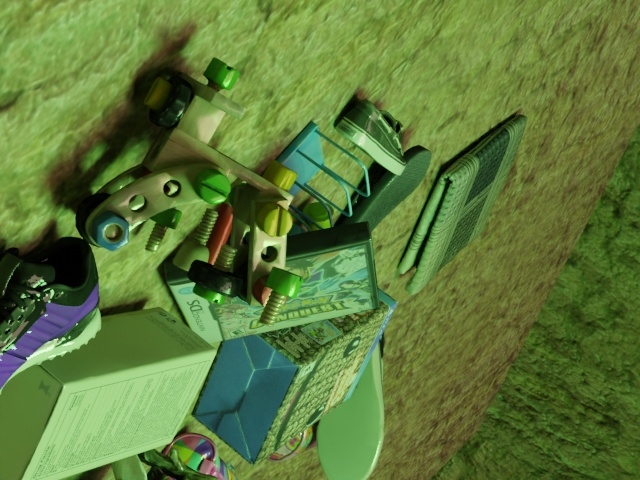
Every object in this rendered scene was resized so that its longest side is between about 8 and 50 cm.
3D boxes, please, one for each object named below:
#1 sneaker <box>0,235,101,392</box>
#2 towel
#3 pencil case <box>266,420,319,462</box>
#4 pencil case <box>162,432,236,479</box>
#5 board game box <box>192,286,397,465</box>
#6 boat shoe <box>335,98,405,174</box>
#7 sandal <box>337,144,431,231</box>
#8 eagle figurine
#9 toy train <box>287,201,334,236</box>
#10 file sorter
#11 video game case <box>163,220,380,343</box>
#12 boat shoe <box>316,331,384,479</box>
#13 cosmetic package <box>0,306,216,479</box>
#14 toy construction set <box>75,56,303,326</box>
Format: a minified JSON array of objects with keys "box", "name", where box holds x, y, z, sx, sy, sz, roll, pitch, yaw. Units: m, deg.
[{"box":[-0.338,0.081,1.397,0.293,0.102,0.146,-40,153,-47],"name":"sneaker"},{"box":[0.278,-0.075,2.674,0.312,0.056,0.324,-39,155,-44],"name":"towel"},{"box":[-0.026,0.330,2.539,0.124,0.124,0.284,-60,160,17],"name":"pencil case"},{"box":[-0.197,0.395,2.268,0.104,0.104,0.236,-49,160,-12],"name":"pencil case"},{"box":[-0.041,0.193,2.217,0.291,0.141,0.232,-29,150,-50],"name":"board game box"},{"box":[0.093,-0.155,2.023,0.070,0.078,0.219,-54,160,3],"name":"boat shoe"},{"box":[0.079,-0.064,2.211,0.254,0.054,0.097,-47,155,11],"name":"sandal"},{"box":[-0.277,0.446,1.964,0.298,0.225,0.226,-55,173,-20],"name":"eagle figurine"},{"box":[0.000,0.000,2.063,0.248,0.105,0.143,-38,142,-39],"name":"toy train"},{"box":[-0.023,-0.053,1.885,0.170,0.104,0.118,-48,160,-15],"name":"file sorter"},{"box":[-0.059,0.064,1.858,0.275,0.035,0.248,-11,155,0],"name":"video game case"},{"box":[0.071,0.278,2.476,0.158,0.127,0.340,25,68,-74],"name":"boat shoe"},{"box":[-0.278,0.187,1.650,0.309,0.113,0.160,-4,125,-61],"name":"cosmetic package"},{"box":[-0.114,-0.070,1.519,0.309,0.257,0.237,-108,-139,-88],"name":"toy construction set"}]
